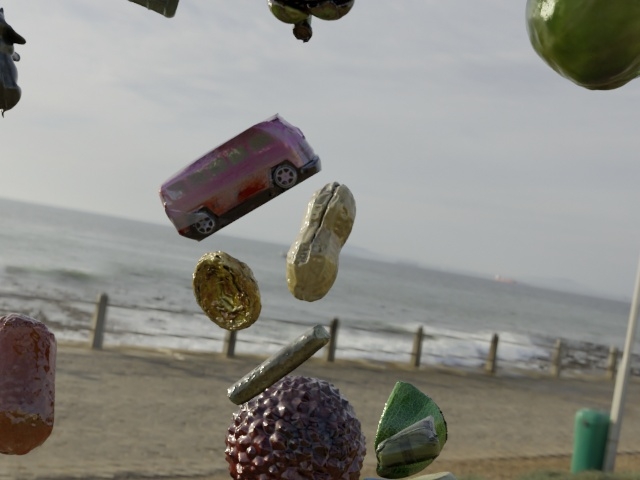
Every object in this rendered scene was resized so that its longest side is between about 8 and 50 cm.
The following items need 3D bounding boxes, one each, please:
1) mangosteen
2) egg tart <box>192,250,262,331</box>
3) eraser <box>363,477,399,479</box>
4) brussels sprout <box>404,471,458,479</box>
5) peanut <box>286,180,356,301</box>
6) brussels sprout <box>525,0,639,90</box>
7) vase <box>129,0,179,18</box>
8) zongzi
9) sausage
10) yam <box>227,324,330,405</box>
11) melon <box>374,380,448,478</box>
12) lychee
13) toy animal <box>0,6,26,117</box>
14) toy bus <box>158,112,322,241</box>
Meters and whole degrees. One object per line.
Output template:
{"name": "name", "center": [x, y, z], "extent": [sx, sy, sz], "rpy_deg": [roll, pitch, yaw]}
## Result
{"name": "mangosteen", "center": [-0.017, -0.595, 1.673], "extent": [0.311, 0.311, 0.311], "rpy_deg": [9, -1, 0]}
{"name": "egg tart", "center": [-0.134, 0.072, 1.230], "extent": [0.129, 0.128, 0.049], "rpy_deg": [9, 23, 31]}
{"name": "eraser", "center": [0.205, 0.730, 2.109], "extent": [0.144, 0.042, 0.312], "rpy_deg": [9, 25, -18]}
{"name": "brussels sprout", "center": [0.187, 0.498, 1.368], "extent": [0.161, 0.223, 0.223], "rpy_deg": [-30, -26, 35]}
{"name": "peanut", "center": [0.000, 0.000, 1.919], "extent": [0.130, 0.290, 0.130], "rpy_deg": [18, -12, 4]}
{"name": "brussels sprout", "center": [0.541, -0.418, 1.531], "extent": [0.344, 0.268, 0.344], "rpy_deg": [-6, -23, -2]}
{"name": "vase", "center": [-0.346, -0.423, 1.215], "extent": [0.299, 0.143, 0.143], "rpy_deg": [14, -2, -14]}
{"name": "zongzi", "center": [0.141, 0.325, 1.369], "extent": [0.104, 0.052, 0.113], "rpy_deg": [-10, 19, 5]}
{"name": "sausage", "center": [-0.580, 0.273, 1.577], "extent": [0.141, 0.268, 0.153], "rpy_deg": [8, -30, -27]}
{"name": "yam", "center": [-0.110, 0.332, 2.205], "extent": [0.067, 0.317, 0.071], "rpy_deg": [41, 16, -52]}
{"name": "melon", "center": [0.221, 0.502, 2.041], "extent": [0.129, 0.265, 0.169], "rpy_deg": [14, 38, 29]}
{"name": "lychee", "center": [-0.080, 0.599, 2.469], "extent": [0.425, 0.424, 0.500], "rpy_deg": [10, 17, -28]}
{"name": "toy animal", "center": [-0.671, -0.386, 1.744], "extent": [0.115, 0.245, 0.146], "rpy_deg": [-19, 10, -16]}
{"name": "toy bus", "center": [-0.155, -0.118, 1.571], "extent": [0.303, 0.147, 0.127], "rpy_deg": [-31, 10, 7]}
